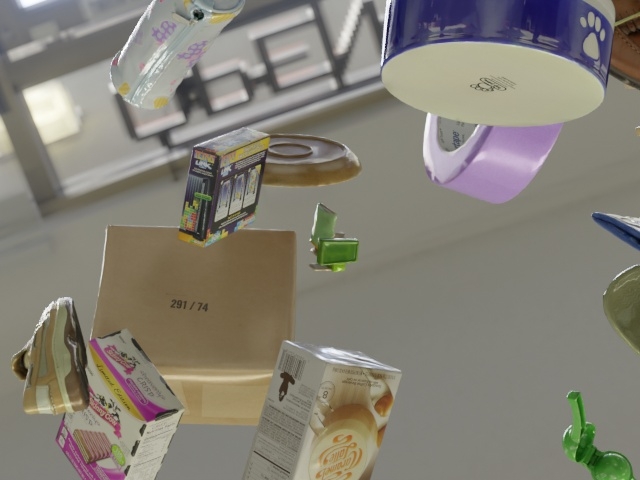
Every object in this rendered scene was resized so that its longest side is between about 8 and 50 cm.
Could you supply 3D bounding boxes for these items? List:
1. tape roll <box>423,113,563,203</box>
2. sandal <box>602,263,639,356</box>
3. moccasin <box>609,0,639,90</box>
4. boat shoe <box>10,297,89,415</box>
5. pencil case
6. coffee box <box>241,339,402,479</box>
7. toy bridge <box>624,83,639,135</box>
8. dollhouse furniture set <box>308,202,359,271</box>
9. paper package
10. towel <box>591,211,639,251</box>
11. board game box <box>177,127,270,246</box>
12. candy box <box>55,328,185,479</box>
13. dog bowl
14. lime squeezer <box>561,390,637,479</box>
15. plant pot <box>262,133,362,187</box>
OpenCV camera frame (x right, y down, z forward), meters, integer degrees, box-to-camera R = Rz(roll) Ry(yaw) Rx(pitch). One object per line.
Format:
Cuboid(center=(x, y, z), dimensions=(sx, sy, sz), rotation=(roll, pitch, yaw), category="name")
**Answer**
Cuboid(center=(0.238, -0.192, 1.972), dimensions=(0.090, 0.274, 0.275), rotation=(17, -167, -16), category="tape roll")
Cuboid(center=(0.446, 0.133, 1.655), dimensions=(0.120, 0.303, 0.086), rotation=(-50, 155, 10), category="sandal")
Cuboid(center=(0.415, -0.332, 2.055), dimensions=(0.139, 0.147, 0.380), rotation=(12, -146, -40), category="moccasin")
Cuboid(center=(-0.270, 0.112, 1.448), dimensions=(0.072, 0.068, 0.190), rotation=(-16, -159, -3), category="boat shoe")
Cuboid(center=(-0.219, -0.312, 2.232), dimensions=(0.273, 0.113, 0.124), rotation=(-43, -142, 47), category="pencil case")
Cuboid(center=(-0.005, 0.264, 1.882), dimensions=(0.141, 0.246, 0.098), rotation=(11, -173, -41), category="coffee box")
Cuboid(center=(0.557, -0.275, 2.558), dimensions=(0.026, 0.188, 0.063), rotation=(-18, -170, -21), category="toy bridge")
Cuboid(center=(0.000, 0.000, 2.150), dimensions=(0.059, 0.076, 0.152), rotation=(-2, -162, -22), category="dollhouse furniture set")
Cuboid(center=(-0.203, 0.135, 2.395), dimensions=(0.325, 0.168, 0.309), rotation=(2, -130, 0), category="paper package")
Cuboid(center=(0.549, 0.005, 2.054), dimensions=(0.285, 0.034, 0.209), rotation=(5, -163, -24), category="towel")
Cuboid(center=(-0.139, -0.079, 2.124), dimensions=(0.048, 0.141, 0.170), rotation=(16, -162, 18), category="board game box")
Cuboid(center=(-0.290, 0.263, 2.097), dimensions=(0.071, 0.233, 0.159), rotation=(-17, -125, -39), category="candy box")
Cuboid(center=(0.202, -0.224, 1.698), dimensions=(0.265, 0.104, 0.265), rotation=(8, 165, 2), category="dog bowl")
Cuboid(center=(0.389, 0.287, 1.944), dimensions=(0.110, 0.310, 0.059), rotation=(-16, -143, 45), category="lime squeezer")
Cuboid(center=(-0.050, -0.133, 2.363), dimensions=(0.236, 0.032, 0.236), rotation=(2, -161, -1), category="plant pot")
